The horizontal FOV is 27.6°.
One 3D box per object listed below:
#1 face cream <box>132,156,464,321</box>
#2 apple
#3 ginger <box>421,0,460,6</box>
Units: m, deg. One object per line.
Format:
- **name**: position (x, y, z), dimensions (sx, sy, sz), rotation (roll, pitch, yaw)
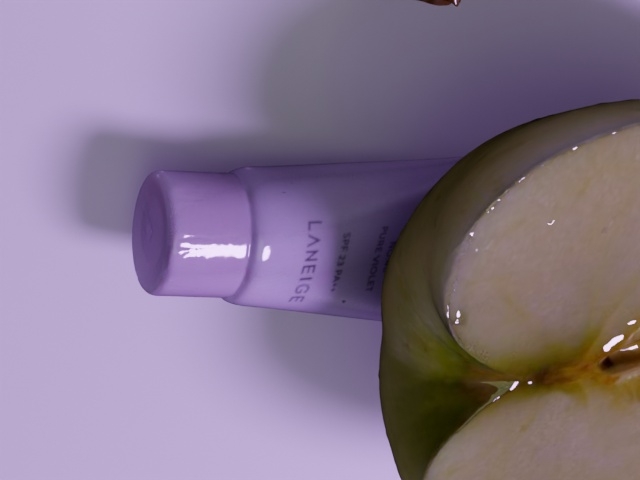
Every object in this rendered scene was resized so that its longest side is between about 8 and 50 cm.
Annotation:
- **face cream**: position (0.000, 0.000, 0.983), dimensions (0.274, 0.096, 0.154), rotation (1, 113, -26)
- **apple**: position (0.228, 0.065, 0.943), dimensions (0.360, 0.320, 0.312), rotation (-8, 79, -19)
- **ginger**: position (-0.018, -0.279, 0.819), dimensions (0.133, 0.107, 0.309), rotation (-22, 114, 11)
